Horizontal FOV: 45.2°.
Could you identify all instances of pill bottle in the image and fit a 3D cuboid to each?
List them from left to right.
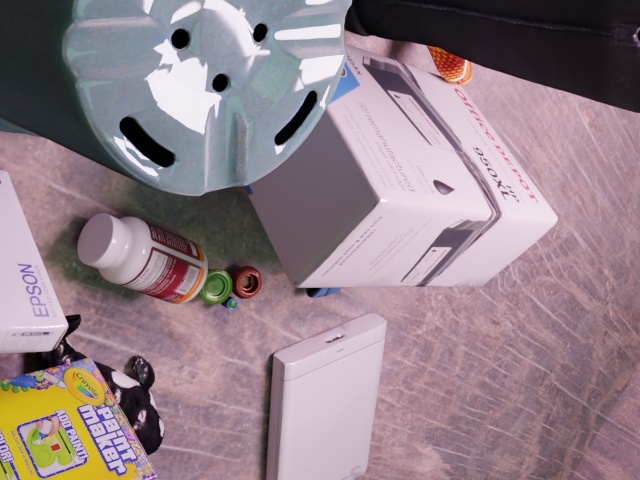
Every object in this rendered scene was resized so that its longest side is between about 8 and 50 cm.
[{"bbox_3d":[-0.219,0.021,0.951,0.152,0.086,0.086,29,91,-49],"label":"pill bottle"}]

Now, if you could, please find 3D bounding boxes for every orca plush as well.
[{"bbox_3d":[-0.269,0.211,1.001,0.151,0.102,0.287,-32,132,-28],"label":"orca plush"}]

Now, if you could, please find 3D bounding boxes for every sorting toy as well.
[{"bbox_3d":[-0.135,0.066,1.104,0.102,0.042,0.061,-2,99,-31],"label":"sorting toy"}]

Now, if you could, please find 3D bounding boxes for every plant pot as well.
[{"bbox_3d":[-0.173,-0.212,0.672,0.341,0.334,0.341,-23,127,-35],"label":"plant pot"}]

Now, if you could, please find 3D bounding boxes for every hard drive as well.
[{"bbox_3d":[0.007,0.320,1.385,0.233,0.047,0.352,-18,125,-37],"label":"hard drive"}]

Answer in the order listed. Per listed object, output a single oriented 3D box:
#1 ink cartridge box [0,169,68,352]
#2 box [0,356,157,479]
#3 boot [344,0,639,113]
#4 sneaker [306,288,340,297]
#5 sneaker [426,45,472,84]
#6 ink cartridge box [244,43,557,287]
[{"bbox_3d":[-0.369,0.007,0.694,0.224,0.223,0.045,4,134,-46],"label":"ink cartridge box"},{"bbox_3d":[-0.372,0.313,0.842,0.279,0.177,0.290,-12,141,-41],"label":"box"},{"bbox_3d":[0.182,-0.353,0.853,0.146,0.445,0.367,-42,137,-19],"label":"boot"},{"bbox_3d":[0.000,0.000,1.172,0.082,0.069,0.209,-26,130,-27],"label":"sneaker"},{"bbox_3d":[0.174,-0.307,1.128,0.067,0.064,0.175,6,69,-69],"label":"sneaker"},{"bbox_3d":[0.092,-0.096,1.015,0.395,0.285,0.166,3,140,-47],"label":"ink cartridge box"}]
